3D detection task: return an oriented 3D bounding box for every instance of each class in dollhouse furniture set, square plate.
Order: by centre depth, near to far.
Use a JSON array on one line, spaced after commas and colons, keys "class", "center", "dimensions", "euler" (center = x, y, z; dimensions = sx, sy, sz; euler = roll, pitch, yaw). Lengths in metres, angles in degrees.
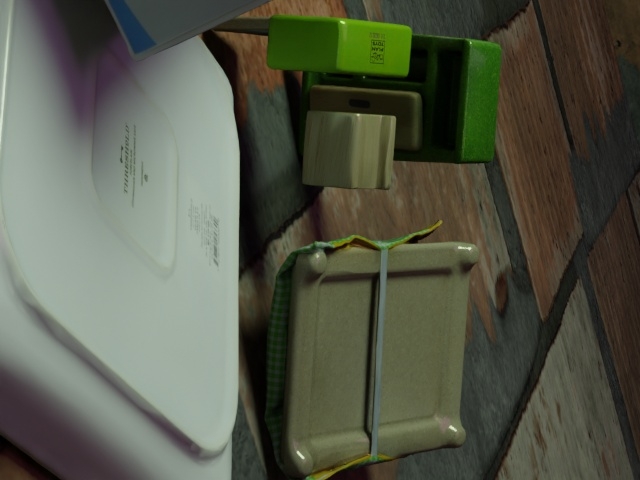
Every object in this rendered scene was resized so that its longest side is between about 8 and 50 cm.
[{"class": "square plate", "center": [-0.118, -0.040, 0.982], "dimensions": [0.344, 0.049, 0.347], "euler": [50, 33, -53]}, {"class": "dollhouse furniture set", "center": [0.000, 0.000, 1.276], "dimensions": [0.197, 0.151, 0.302], "euler": [-2, 97, -50]}]

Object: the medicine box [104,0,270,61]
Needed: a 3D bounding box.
[{"class": "medicine box", "center": [-0.074, -0.274, 0.998], "dimensions": [0.289, 0.149, 0.263], "euler": [-80, 145, -69]}]
